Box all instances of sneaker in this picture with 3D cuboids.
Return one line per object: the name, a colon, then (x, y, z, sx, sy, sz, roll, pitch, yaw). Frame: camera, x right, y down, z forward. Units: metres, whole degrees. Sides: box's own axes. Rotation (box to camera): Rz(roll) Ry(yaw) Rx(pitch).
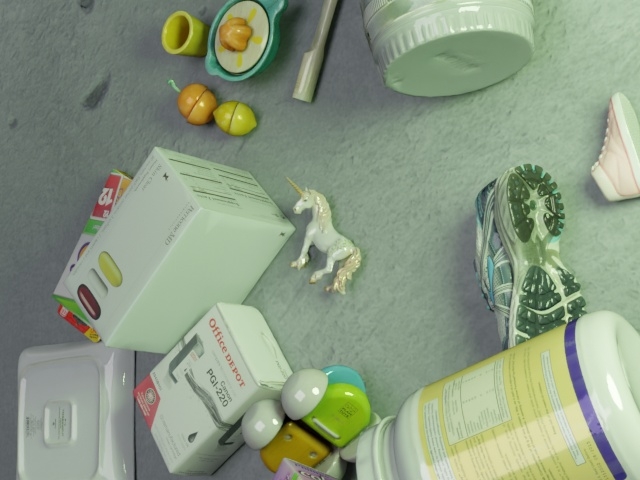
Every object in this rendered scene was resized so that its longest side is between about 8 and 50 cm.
sneaker: (0.252, 0.053, 1.854, 0.122, 0.110, 0.283, -21, 70, 61)
sneaker: (0.357, -0.111, 1.808, 0.070, 0.051, 0.134, -20, 74, 31)

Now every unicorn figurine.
unicorn figurine: (0.000, 0.000, 2.095, 0.162, 0.060, 0.111, 35, 105, 22)

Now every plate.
plate: (-0.408, 0.296, 2.389, 0.278, 0.045, 0.277, -11, 76, 39)

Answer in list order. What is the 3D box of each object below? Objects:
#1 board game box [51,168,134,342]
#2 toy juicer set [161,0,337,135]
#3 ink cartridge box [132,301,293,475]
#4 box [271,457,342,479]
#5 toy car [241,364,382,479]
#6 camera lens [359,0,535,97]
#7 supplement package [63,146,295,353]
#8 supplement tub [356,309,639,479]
board game box: (-0.345, 0.025, 2.380, 0.124, 0.039, 0.259, 31, 99, 40)
toy juicer set: (-0.113, -0.267, 2.213, 0.329, 0.089, 0.209, -8, 76, 39)
ink cartridge box: (-0.155, 0.218, 2.158, 0.218, 0.092, 0.158, -45, 57, 23)
box: (-0.010, 0.428, 1.867, 0.213, 0.117, 0.243, -63, 24, 4)
toy car: (-0.006, 0.238, 2.011, 0.182, 0.159, 0.136, -40, 22, 28)
camera lens: (0.153, -0.350, 1.914, 0.219, 0.219, 0.274, -23, 68, 35)
supplement package: (-0.207, 0.023, 2.162, 0.262, 0.204, 0.145, -54, 53, 19)
supplement tub: (0.233, 0.247, 1.691, 0.331, 0.241, 0.241, -26, 65, 22)
